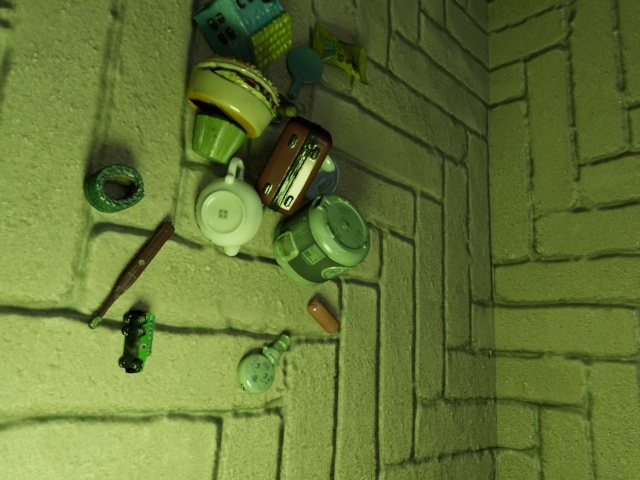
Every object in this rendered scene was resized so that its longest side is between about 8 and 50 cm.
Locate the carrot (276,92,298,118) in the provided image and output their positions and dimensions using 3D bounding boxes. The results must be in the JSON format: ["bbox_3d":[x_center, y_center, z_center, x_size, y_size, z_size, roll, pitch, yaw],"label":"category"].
[{"bbox_3d":[-0.131,-0.449,1.663,0.070,0.342,0.070,-8,114,-19],"label":"carrot"}]

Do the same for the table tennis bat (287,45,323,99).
[{"bbox_3d":[-0.071,-0.639,1.929,0.149,0.038,0.237,26,68,-20],"label":"table tennis bat"}]

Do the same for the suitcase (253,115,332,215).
[{"bbox_3d":[-0.090,-0.247,1.641,0.161,0.297,0.236,28,17,-8],"label":"suitcase"}]

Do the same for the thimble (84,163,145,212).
[{"bbox_3d":[-0.546,-0.137,1.336,0.135,0.090,0.119,-24,101,-46],"label":"thimble"}]

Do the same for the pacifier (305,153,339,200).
[{"bbox_3d":[-0.017,-0.269,1.816,0.227,0.207,0.279,-43,113,-28],"label":"pacifier"}]

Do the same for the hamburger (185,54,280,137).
[{"bbox_3d":[-0.261,-0.443,1.540,0.300,0.300,0.176,29,80,-39],"label":"hamburger"}]

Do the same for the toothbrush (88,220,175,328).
[{"bbox_3d":[-0.510,0.087,1.372,0.041,0.041,0.364,49,52,-28],"label":"toothbrush"}]

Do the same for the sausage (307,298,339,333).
[{"bbox_3d":[0.010,0.278,1.849,0.154,0.062,0.062,51,51,-26],"label":"sausage"}]

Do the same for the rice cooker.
[{"bbox_3d":[-0.001,0.003,1.734,0.288,0.277,0.288,27,48,-34],"label":"rice cooker"}]

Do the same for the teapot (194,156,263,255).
[{"bbox_3d":[-0.271,-0.105,1.540,0.166,0.208,0.300,21,80,-73],"label":"teapot"}]

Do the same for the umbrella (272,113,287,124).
[{"bbox_3d":[-0.183,-0.439,1.793,0.188,0.046,0.050,-19,121,-47],"label":"umbrella"}]

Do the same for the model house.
[{"bbox_3d":[-0.238,-0.694,1.671,0.237,0.215,0.303,-54,125,-37],"label":"model house"}]

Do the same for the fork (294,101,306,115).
[{"bbox_3d":[-0.125,-0.517,1.872,0.219,0.028,0.034,14,77,-44],"label":"fork"}]

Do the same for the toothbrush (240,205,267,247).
[{"bbox_3d":[-0.218,-0.067,1.708,0.024,0.018,0.257,51,51,-30],"label":"toothbrush"}]

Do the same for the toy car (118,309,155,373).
[{"bbox_3d":[-0.487,0.270,1.345,0.062,0.071,0.165,21,68,-56],"label":"toy car"}]

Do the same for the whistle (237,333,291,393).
[{"bbox_3d":[-0.182,0.400,1.635,0.126,0.067,0.258,54,44,-8],"label":"whistle"}]

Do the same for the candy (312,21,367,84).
[{"bbox_3d":[0.083,-0.767,2.086,0.297,0.081,0.187,14,72,-38],"label":"candy"}]

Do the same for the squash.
[{"bbox_3d":[-0.323,-0.310,1.555,0.170,0.170,0.123,25,86,-40],"label":"squash"}]
